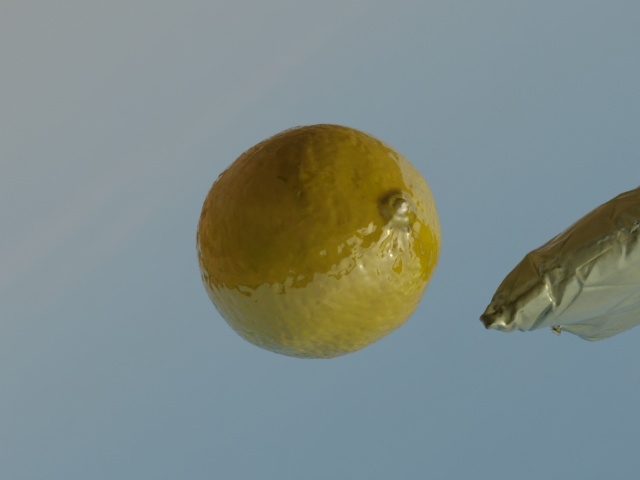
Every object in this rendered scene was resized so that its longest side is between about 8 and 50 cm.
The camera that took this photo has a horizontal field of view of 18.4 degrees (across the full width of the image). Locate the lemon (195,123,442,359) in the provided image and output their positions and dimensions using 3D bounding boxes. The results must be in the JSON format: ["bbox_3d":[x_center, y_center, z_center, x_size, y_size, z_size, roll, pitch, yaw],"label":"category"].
[{"bbox_3d":[0.000,0.000,1.488,0.203,0.178,0.178,-24,-161,52],"label":"lemon"}]

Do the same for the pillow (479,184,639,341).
[{"bbox_3d":[0.279,-0.005,1.557,0.274,0.076,0.280,-33,163,18],"label":"pillow"}]
